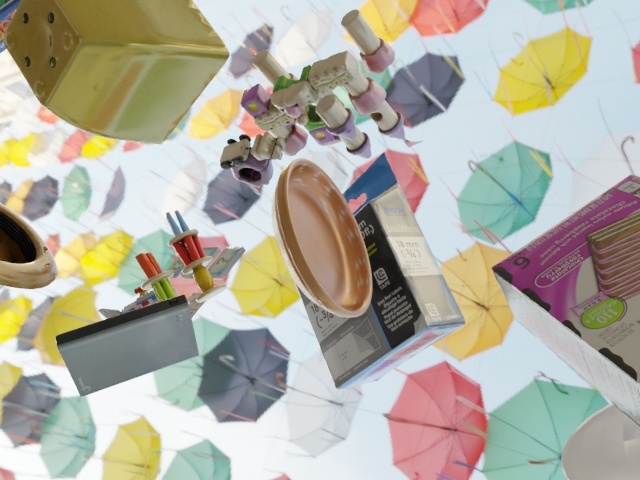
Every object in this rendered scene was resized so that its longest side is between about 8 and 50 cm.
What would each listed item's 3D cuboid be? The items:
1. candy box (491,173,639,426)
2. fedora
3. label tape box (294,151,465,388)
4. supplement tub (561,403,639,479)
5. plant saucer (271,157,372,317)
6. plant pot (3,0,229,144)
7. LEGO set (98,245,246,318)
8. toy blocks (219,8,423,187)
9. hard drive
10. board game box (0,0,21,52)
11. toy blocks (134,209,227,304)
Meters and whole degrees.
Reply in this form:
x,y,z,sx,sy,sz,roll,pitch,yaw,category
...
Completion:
x,y,z,sx,sy,sz,roll,pitch,yaw,category
0.259,0.045,0.494,0.159,0.071,0.233,-34,-154,-2,candy box
-0.392,0.012,0.729,0.079,0.194,0.194,-48,-138,6,fedora
0.067,0.048,1.112,0.240,0.106,0.334,-44,-122,40,label tape box
0.316,0.250,0.566,0.144,0.200,0.144,-34,-173,5,supplement tub
0.000,0.000,0.780,0.037,0.200,0.200,-22,-129,22,plant saucer
-0.118,-0.106,0.358,0.081,0.083,0.081,-42,-104,32,plant pot
-0.265,0.085,1.137,0.182,0.060,0.244,-2,-139,41,LEGO set
0.013,-0.222,1.284,0.288,0.260,0.309,-12,-128,33,toy blocks
-0.203,0.113,0.702,0.135,0.094,0.022,-18,-132,-17,hard drive
-0.334,-0.252,0.598,0.136,0.035,0.201,-42,-109,-11,board game box
-0.227,0.031,0.998,0.054,0.123,0.148,-40,-104,50,toy blocks
